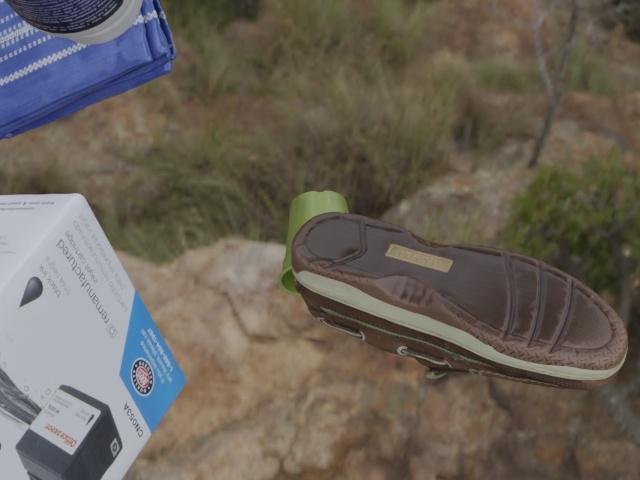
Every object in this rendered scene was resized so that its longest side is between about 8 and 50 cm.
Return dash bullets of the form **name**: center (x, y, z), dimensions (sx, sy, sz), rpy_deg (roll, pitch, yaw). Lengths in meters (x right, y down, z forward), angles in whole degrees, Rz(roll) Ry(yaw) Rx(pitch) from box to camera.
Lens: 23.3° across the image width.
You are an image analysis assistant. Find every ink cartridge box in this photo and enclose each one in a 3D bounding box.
- **ink cartridge box**: center (-0.268, 0.141, 1.261), dimensions (0.129, 0.223, 0.307), rpy_deg (-1, 39, 32)

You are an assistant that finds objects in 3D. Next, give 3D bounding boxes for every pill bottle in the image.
- **pill bottle**: center (-0.168, -0.185, 0.990), dimensions (0.094, 0.169, 0.094), rpy_deg (-2, 77, 9)

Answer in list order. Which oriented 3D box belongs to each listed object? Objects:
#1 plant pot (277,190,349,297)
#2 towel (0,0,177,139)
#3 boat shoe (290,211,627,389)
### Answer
- **plant pot**: center (0.000, 0.000, 1.403), dimensions (0.083, 0.083, 0.079), rpy_deg (-1, 63, -9)
- **towel**: center (-0.262, -0.278, 1.423), dimensions (0.040, 0.243, 0.336), rpy_deg (-7, 80, -56)
- **boat shoe**: center (0.101, 0.058, 1.144), dimensions (0.257, 0.095, 0.095), rpy_deg (22, 49, 23)
